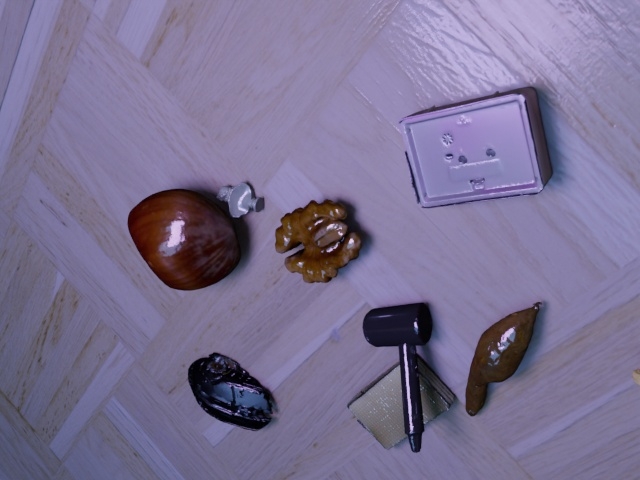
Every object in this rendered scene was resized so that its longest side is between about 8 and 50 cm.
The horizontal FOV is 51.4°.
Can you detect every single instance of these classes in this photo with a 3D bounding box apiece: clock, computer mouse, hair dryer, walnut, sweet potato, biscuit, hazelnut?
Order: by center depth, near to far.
[{"bbox_3d":[0.223,-0.133,0.966,0.192,0.071,0.146,-7,107,36],"label":"clock"},{"bbox_3d":[0.279,0.201,1.084,0.075,0.075,0.269,32,129,18],"label":"sweet potato"},{"bbox_3d":[0.141,0.235,1.143,0.114,0.071,0.247,-10,80,36],"label":"hair dryer"},{"bbox_3d":[0.000,0.000,1.178,0.170,0.069,0.142,-24,95,37],"label":"walnut"},{"bbox_3d":[0.145,0.301,1.238,0.121,0.040,0.199,45,128,3],"label":"biscuit"},{"bbox_3d":[-0.256,-0.006,1.285,0.212,0.181,0.181,59,177,-32],"label":"hazelnut"},{"bbox_3d":[-0.209,0.342,1.468,0.242,0.077,0.146,20,123,25],"label":"computer mouse"}]

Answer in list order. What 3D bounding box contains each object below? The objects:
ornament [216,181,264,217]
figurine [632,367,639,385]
[{"bbox_3d":[-0.154,-0.078,1.261,0.092,0.041,0.068,45,109,19],"label":"ornament"},{"bbox_3d":[0.524,0.161,0.907,0.187,0.083,0.083,-19,100,28],"label":"figurine"}]
